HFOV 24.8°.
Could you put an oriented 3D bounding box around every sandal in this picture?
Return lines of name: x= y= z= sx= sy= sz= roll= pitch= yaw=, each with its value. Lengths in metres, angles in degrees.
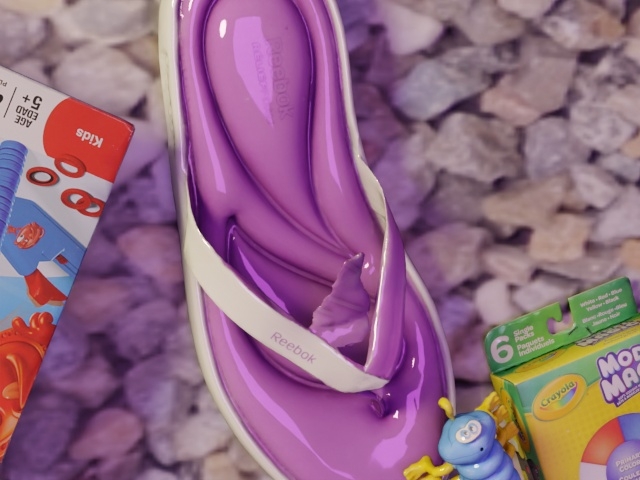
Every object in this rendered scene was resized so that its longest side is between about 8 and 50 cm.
sandal: x=-0.014 y=0.006 z=0.956 sx=0.169 sy=0.102 sz=0.416 roll=-21 pitch=100 yaw=-10

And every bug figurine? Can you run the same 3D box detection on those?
bug figurine: x=0.062 y=0.244 z=0.980 sx=0.279 sy=0.072 sz=0.216 roll=-43 pitch=123 yaw=-10

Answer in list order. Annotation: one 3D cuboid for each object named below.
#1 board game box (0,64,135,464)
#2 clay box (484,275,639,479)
board game box: x=-0.308 y=0.011 z=0.858 sx=0.308 sy=0.086 sz=0.302 roll=23 pitch=85 yaw=-25
clay box: x=0.210 y=0.150 z=1.050 sx=0.127 sy=0.053 sz=0.222 roll=-21 pitch=101 yaw=-11
